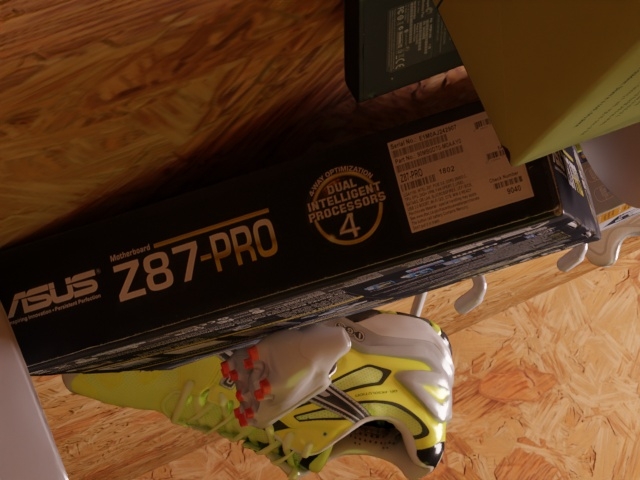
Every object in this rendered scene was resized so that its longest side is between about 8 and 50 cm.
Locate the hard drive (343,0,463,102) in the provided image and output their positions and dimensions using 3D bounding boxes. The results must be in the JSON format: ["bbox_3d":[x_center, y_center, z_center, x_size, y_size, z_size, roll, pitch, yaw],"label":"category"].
[{"bbox_3d":[0.078,-0.131,0.799,0.135,0.022,0.094,-21,148,-12],"label":"hard drive"}]

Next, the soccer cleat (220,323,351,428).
[{"bbox_3d":[-0.028,0.104,1.142,0.076,0.068,0.196,-16,171,-16],"label":"soccer cleat"}]

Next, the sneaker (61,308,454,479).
[{"bbox_3d":[-0.049,0.139,1.379,0.384,0.147,0.145,4,145,-14],"label":"sneaker"}]

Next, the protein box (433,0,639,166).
[{"bbox_3d":[0.175,-0.154,0.656,0.201,0.136,0.200,-20,169,-18],"label":"protein box"}]

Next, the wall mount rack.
[{"bbox_3d":[0.107,0.051,1.584,0.304,0.130,0.350,-30,172,41],"label":"wall mount rack"}]

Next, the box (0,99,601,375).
[{"bbox_3d":[-0.001,0.009,1.088,0.395,0.097,0.318,-18,170,14],"label":"box"}]

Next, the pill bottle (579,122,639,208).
[{"bbox_3d":[0.341,-0.134,1.024,0.323,0.181,0.181,-21,170,-16],"label":"pill bottle"}]

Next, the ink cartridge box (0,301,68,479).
[{"bbox_3d":[-0.317,0.137,0.950,0.232,0.168,0.171,-32,167,39],"label":"ink cartridge box"}]

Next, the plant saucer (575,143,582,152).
[{"bbox_3d":[0.218,-0.115,1.236,0.188,0.045,0.188,-20,169,-20],"label":"plant saucer"}]

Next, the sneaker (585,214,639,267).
[{"bbox_3d":[0.442,-0.063,1.835,0.292,0.118,0.110,-26,168,3],"label":"sneaker"}]

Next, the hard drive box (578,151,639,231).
[{"bbox_3d":[0.374,-0.101,1.552,0.232,0.089,0.181,-26,171,8],"label":"hard drive box"}]
